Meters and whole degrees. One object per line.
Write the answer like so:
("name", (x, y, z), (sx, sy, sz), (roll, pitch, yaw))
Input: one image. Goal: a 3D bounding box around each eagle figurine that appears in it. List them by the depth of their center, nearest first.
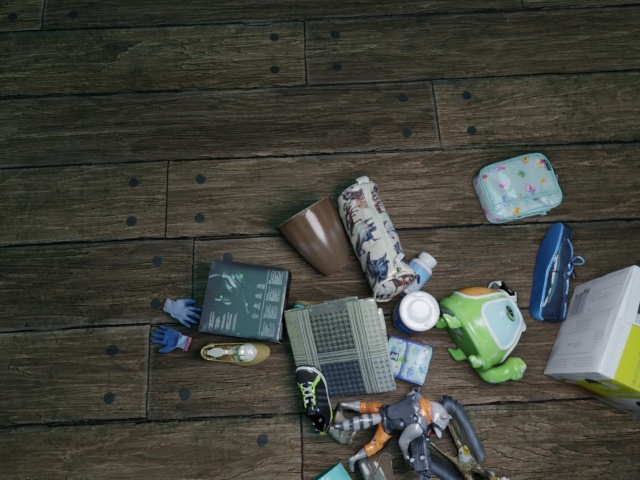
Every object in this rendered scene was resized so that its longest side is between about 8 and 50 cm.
("eagle figurine", (0.421, 0.660, 1.464), (0.227, 0.225, 0.298), (-1, 30, -38))

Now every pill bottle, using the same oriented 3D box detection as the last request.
("pill bottle", (0.300, 0.240, 1.537), (0.125, 0.221, 0.124), (0, 74, 1))
("pill bottle", (0.327, 0.119, 1.640), (0.087, 0.087, 0.160), (40, 78, 10))

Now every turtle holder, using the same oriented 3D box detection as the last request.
("turtle holder", (0.527, 0.293, 1.505), (0.228, 0.243, 0.320), (-29, 63, -6))

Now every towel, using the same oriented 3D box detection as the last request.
("towel", (0.063, 0.343, 1.520), (0.313, 0.056, 0.323), (-10, 98, 14))

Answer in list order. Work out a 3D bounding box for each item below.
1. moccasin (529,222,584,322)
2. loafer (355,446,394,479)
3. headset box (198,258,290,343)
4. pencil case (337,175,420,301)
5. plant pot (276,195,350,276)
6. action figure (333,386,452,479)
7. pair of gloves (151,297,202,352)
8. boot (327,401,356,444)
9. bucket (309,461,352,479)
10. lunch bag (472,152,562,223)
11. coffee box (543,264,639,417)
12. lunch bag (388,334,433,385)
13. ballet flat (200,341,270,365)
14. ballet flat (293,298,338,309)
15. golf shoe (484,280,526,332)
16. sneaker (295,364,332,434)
("moccasin", (0.811, 0.113, 1.634), (0.117, 0.138, 0.341), (15, 89, 0))
("loafer", (0.227, 0.797, 1.430), (0.130, 0.134, 0.365), (-21, 76, -5))
("headset box", (-0.255, 0.206, 1.596), (0.283, 0.131, 0.246), (6, 75, 2))
("pencil case", (0.184, -0.012, 1.590), (0.160, 0.183, 0.410), (-5, 59, -25))
("plant pot", (0.000, 0.000, 1.631), (0.215, 0.215, 0.230), (-32, 92, -8))
("action figure", (0.222, 0.567, 1.385), (0.331, 0.178, 0.341), (-21, 38, 11))
("pair of gloves", (-0.487, 0.288, 1.609), (0.160, 0.023, 0.198), (11, 77, 24))
("boot", (0.078, 0.595, 1.539), (0.087, 0.042, 0.118), (22, 77, 0))
("bucket", (0.004, 0.791, 1.370), (0.281, 0.281, 0.183), (-32, 70, -8))
("lunch bag", (0.714, -0.183, 1.710), (0.280, 0.108, 0.223), (-15, 75, -4))
("coffee box", (0.964, 0.327, 1.451), (0.335, 0.337, 0.338), (26, 76, 7))
("lunch bag", (0.283, 0.394, 1.567), (0.151, 0.096, 0.128), (15, 77, 19))
("ballet flat", (-0.286, 0.377, 1.579), (0.233, 0.073, 0.080), (-2, 75, -1))
("ballet flat", (0.075, 0.274, 1.597), (0.343, 0.116, 0.124), (31, 57, 8))
("golf shoe", (0.635, 0.224, 1.601), (0.077, 0.094, 0.198), (-29, 78, -28))
("sneaker", (-0.017, 0.499, 1.485), (0.084, 0.097, 0.234), (-17, 105, 19))
